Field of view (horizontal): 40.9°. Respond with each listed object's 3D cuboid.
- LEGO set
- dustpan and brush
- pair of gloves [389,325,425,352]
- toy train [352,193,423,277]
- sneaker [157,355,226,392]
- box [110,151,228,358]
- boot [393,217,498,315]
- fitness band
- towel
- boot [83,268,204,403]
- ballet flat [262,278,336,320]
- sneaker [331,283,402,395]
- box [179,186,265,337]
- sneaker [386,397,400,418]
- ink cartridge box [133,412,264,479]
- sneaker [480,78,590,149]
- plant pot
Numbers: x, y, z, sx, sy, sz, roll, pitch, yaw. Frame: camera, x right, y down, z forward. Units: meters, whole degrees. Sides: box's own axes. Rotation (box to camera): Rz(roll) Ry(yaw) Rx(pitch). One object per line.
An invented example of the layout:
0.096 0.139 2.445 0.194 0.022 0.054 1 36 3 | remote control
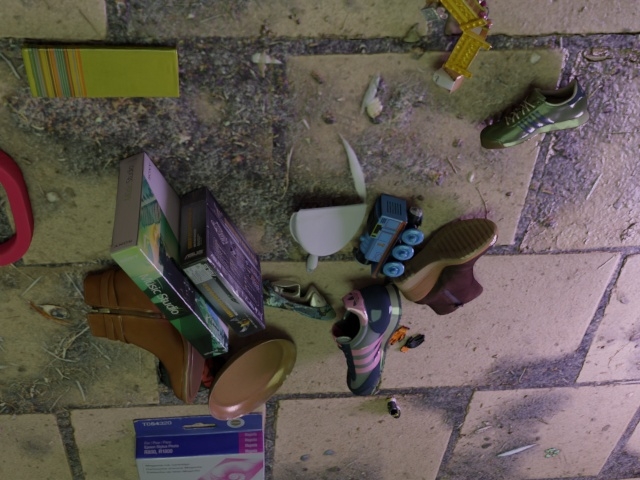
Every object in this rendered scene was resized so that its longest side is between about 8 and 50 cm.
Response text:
0.218 -0.355 1.319 0.132 0.107 0.287 11 152 33 | LEGO set
0.000 0.000 1.670 0.147 0.060 0.211 -6 131 -20 | dustpan and brush
0.193 0.228 1.957 0.083 0.010 0.074 25 127 -31 | pair of gloves
0.131 -0.004 1.664 0.105 0.080 0.184 16 134 -10 | toy train
-0.310 0.249 1.847 0.135 0.098 0.276 -20 136 10 | sneaker
-0.259 0.031 1.530 0.058 0.232 0.322 -20 135 14 | box
0.288 0.058 1.763 0.248 0.090 0.207 -32 143 22 | boot
-0.624 -0.059 1.522 0.208 0.054 0.291 -3 137 -9 | fitness band
-0.345 -0.269 1.363 0.237 0.021 0.102 -1 142 -8 | towel
-0.352 0.186 1.691 0.220 0.109 0.284 -5 102 10 | boot
-0.042 0.120 1.778 0.188 0.070 0.070 13 133 -25 | ballet flat
0.075 0.218 1.857 0.131 0.112 0.319 -2 129 -19 | sneaker
-0.181 0.041 1.589 0.056 0.183 0.231 -21 135 12 | box
0.182 0.428 2.145 0.031 0.035 0.083 -16 136 10 | sneaker
-0.305 0.567 2.201 0.324 0.071 0.330 -2 137 -5 | ink cartridge box
0.364 -0.225 1.479 0.192 0.064 0.086 -15 128 7 | sneaker
-0.156 0.301 1.903 0.236 0.032 0.236 -30 143 -25 | plant pot
